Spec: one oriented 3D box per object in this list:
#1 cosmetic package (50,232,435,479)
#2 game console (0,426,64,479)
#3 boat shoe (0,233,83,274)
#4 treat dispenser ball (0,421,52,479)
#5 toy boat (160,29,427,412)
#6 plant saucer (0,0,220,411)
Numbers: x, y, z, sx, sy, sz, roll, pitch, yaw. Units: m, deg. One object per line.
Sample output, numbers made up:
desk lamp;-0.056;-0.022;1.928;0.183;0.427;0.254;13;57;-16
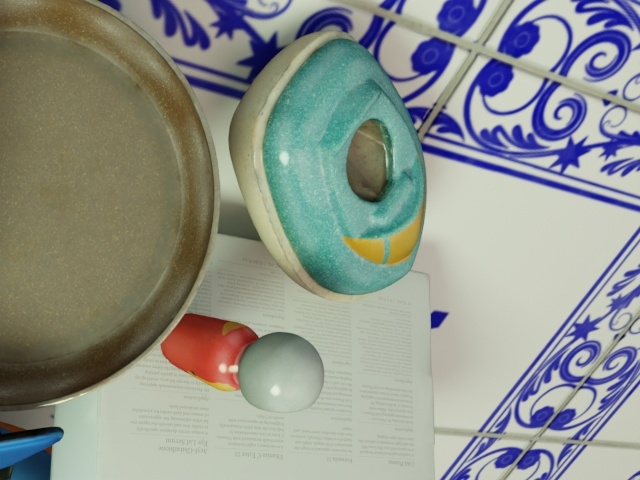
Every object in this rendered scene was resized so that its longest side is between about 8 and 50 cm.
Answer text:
cosmetic package;-0.058;0.150;1.030;0.377;0.285;0.097;12;158;-36
game console;-0.376;0.125;0.824;0.293;0.250;0.173;-5;134;-33
boat shoe;-0.282;0.003;0.902;0.342;0.123;0.123;-28;170;-4
treat dispenser ball;-0.336;0.306;1.007;0.288;0.288;0.288;-16;135;-16
toy boat;0.000;0.000;0.935;0.318;0.148;0.267;-58;140;-23
plant saucer;-0.227;-0.032;0.811;0.310;0.311;0.050;-30;179;-1
